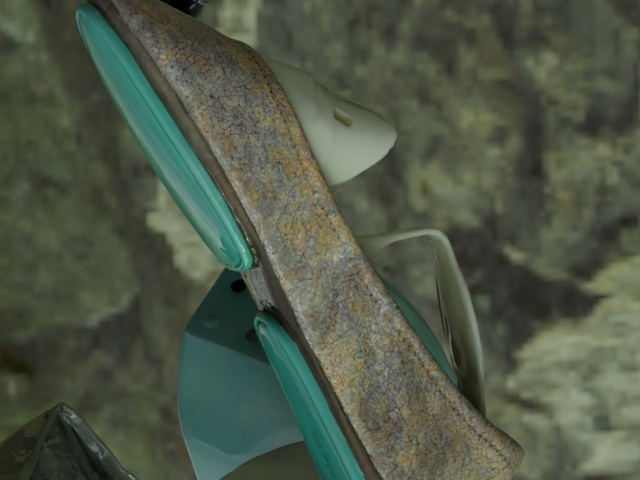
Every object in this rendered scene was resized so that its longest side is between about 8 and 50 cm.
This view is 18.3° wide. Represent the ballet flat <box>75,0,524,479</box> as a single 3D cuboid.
[{"bbox_3d":[0.000,0.000,0.931,0.316,0.106,0.107,62,-14,-13],"label":"ballet flat"}]

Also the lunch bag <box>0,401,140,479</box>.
[{"bbox_3d":[-0.260,0.295,1.465,0.235,0.169,0.287,-33,-161,33],"label":"lunch bag"}]

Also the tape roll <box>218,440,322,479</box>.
[{"bbox_3d":[0.027,0.261,1.248,0.169,0.246,0.246,-155,-118,-67],"label":"tape roll"}]

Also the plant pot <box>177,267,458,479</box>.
[{"bbox_3d":[-0.007,0.109,1.505,0.165,0.165,0.234,-56,151,-27],"label":"plant pot"}]

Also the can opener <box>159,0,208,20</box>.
[{"bbox_3d":[-0.123,-0.159,1.442,0.059,0.073,0.186,48,15,-10],"label":"can opener"}]
